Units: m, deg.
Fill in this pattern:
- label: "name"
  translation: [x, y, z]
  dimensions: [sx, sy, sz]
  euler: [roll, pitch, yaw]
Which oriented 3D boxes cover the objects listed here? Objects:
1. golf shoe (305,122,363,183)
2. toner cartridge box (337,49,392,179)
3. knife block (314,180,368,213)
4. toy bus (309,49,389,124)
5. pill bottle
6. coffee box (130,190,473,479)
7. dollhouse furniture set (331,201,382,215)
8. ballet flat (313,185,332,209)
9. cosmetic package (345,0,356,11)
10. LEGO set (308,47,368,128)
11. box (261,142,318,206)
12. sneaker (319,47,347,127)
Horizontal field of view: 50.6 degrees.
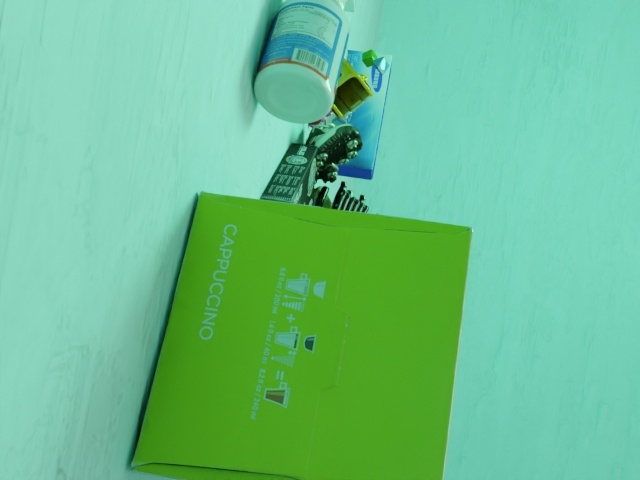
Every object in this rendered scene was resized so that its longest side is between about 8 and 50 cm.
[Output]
- label: "golf shoe"
  translation: [0.010, -0.216, 1.519]
  dimensions: [0.273, 0.105, 0.120]
  euler: [141, -58, -68]
- label: "toner cartridge box"
  translation: [0.088, -0.346, 1.843]
  dimensions: [0.075, 0.165, 0.347]
  euler: [79, 20, -73]
- label: "knife block"
  translation: [0.000, 0.000, 1.566]
  dimensions: [0.275, 0.088, 0.242]
  euler: [-47, -152, 20]
- label: "toy bus"
  translation: [0.031, -0.367, 1.519]
  dimensions: [0.104, 0.202, 0.190]
  euler: [45, 55, -44]
- label: "pill bottle"
  translation: [-0.022, -0.304, 1.063]
  dimensions: [0.124, 0.124, 0.221]
  euler: [89, 12, -59]
- label: "coffee box"
  translation: [-0.004, 0.164, 0.899]
  dimensions: [0.334, 0.339, 0.337]
  euler: [79, 21, -71]
- label: "dollhouse furniture set"
  translation: [0.069, 0.074, 1.898]
  dimensions: [0.303, 0.286, 0.198]
  euler: [-52, -179, 28]
- label: "ballet flat"
  translation: [0.007, 0.023, 1.721]
  dimensions: [0.123, 0.123, 0.348]
  euler: [-71, 174, -58]
- label: "cosmetic package"
  translation: [0.055, -0.634, 1.587]
  dimensions: [0.239, 0.061, 0.098]
  euler: [50, 48, -82]
- label: "LEGO set"
  translation: [0.057, -0.370, 1.645]
  dimensions: [0.093, 0.087, 0.227]
  euler: [-16, -124, 54]
- label: "box"
  translation: [-0.063, -0.046, 1.358]
  dimensions: [0.270, 0.060, 0.216]
  euler: [-71, 169, -59]
- label: "sneaker"
  translation: [0.053, -0.396, 1.768]
  dimensions: [0.094, 0.091, 0.257]
  euler: [83, 17, -69]
